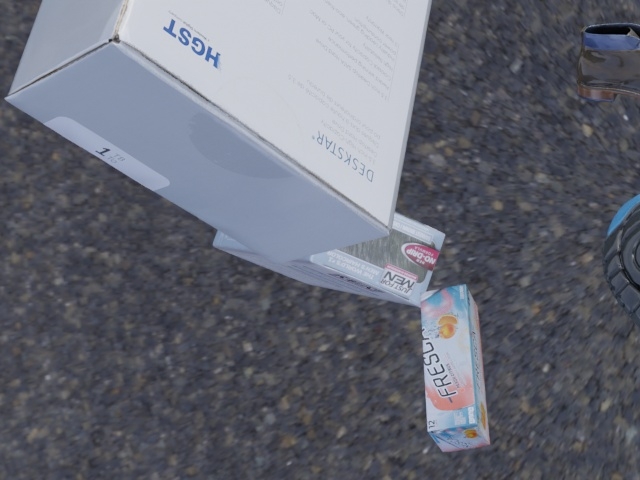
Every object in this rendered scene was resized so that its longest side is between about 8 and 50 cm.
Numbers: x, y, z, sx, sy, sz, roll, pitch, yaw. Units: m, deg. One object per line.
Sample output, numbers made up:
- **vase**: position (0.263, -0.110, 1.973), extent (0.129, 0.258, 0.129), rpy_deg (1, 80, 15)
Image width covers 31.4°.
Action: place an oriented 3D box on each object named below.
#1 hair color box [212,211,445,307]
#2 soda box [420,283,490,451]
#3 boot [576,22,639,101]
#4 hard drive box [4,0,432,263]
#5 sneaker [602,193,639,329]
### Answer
- **hair color box**: position (0.000, 0.000, 1.686), extent (0.185, 0.374, 0.114), rpy_deg (23, 84, -25)
- **soda box**: position (0.153, 0.145, 1.306), extent (0.058, 0.063, 0.183), rpy_deg (-13, 54, 17)
- **boot**: position (0.481, -0.264, 1.668), extent (0.219, 0.082, 0.106), rpy_deg (0, 123, 22)
- **hard drive box**: position (-0.033, -0.134, 0.588), extent (0.089, 0.181, 0.232), rpy_deg (-15, 52, 42)
- **sneaker**: position (0.465, 0.090, 1.493), extent (0.125, 0.139, 0.341), rpy_deg (-26, 50, 31)
